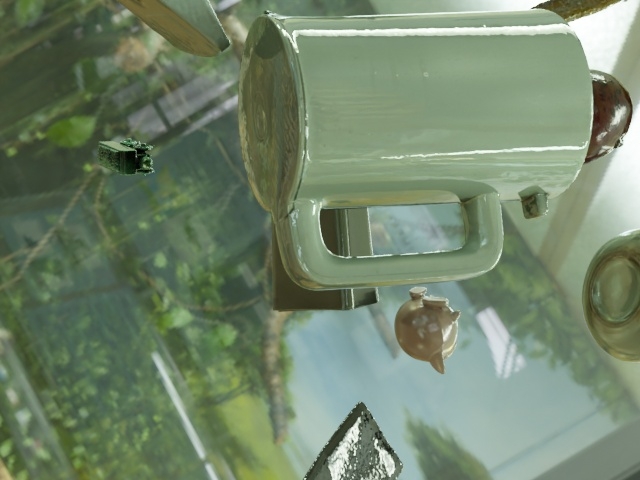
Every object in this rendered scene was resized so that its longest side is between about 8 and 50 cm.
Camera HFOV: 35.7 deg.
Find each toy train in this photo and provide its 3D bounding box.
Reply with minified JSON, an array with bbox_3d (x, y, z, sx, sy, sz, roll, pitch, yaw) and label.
[{"bbox_3d":[-0.415,-0.176,2.111,0.172,0.099,0.070,23,-66,57],"label":"toy train"}]

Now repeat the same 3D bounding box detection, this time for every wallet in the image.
[{"bbox_3d":[0.019,0.325,1.250,0.025,0.244,0.124,-11,-63,42],"label":"wallet"}]

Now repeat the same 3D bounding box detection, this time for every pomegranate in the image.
[{"bbox_3d":[0.326,-0.173,1.281,0.159,0.129,0.129,44,0,-13],"label":"pomegranate"}]

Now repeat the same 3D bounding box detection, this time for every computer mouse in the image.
[{"bbox_3d":[-0.171,-0.267,0.966,0.231,0.079,0.128,40,-8,-32],"label":"computer mouse"}]

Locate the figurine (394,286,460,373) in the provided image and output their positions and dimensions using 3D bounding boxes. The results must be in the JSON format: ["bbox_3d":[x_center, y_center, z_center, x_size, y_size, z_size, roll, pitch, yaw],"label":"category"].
[{"bbox_3d":[0.193,0.158,1.781,0.125,0.125,0.138,-131,-146,-72],"label":"figurine"}]

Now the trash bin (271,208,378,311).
[{"bbox_3d":[0.000,0.000,1.755,0.122,0.164,0.241,-6,91,-60],"label":"trash bin"}]

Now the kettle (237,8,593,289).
[{"bbox_3d":[0.090,-0.105,1.024,0.205,0.317,0.265,-140,-130,-62],"label":"kettle"}]

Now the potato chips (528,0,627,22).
[{"bbox_3d":[0.548,-0.447,1.702,0.080,0.406,0.057,-24,97,-62],"label":"potato chips"}]

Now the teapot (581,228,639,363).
[{"bbox_3d":[0.519,0.131,1.498,0.220,0.149,0.318,-43,-134,48],"label":"teapot"}]
